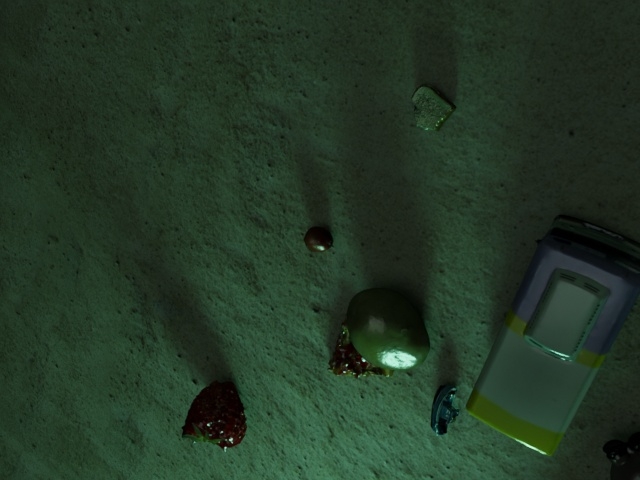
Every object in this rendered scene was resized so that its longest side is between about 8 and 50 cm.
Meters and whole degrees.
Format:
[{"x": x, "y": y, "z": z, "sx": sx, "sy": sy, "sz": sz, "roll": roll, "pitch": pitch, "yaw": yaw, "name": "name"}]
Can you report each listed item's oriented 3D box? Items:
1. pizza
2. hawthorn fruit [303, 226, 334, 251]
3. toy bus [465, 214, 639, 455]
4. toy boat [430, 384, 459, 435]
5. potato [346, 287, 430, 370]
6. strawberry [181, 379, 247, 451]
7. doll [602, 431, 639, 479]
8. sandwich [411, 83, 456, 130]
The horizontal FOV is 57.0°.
[{"x": 0.091, "y": 0.316, "z": 1.572, "sx": 0.201, "sy": 0.053, "sz": 0.193, "roll": 45, "pitch": 118, "yaw": 14, "name": "pizza"}, {"x": -0.005, "y": -0.003, "z": 1.554, "sx": 0.077, "sy": 0.077, "sz": 0.077, "roll": 6, "pitch": 103, "yaw": 28, "name": "hawthorn fruit"}, {"x": 0.482, "y": 0.188, "z": 1.214, "sx": 0.209, "sy": 0.249, "sz": 0.439, "roll": 27, "pitch": 112, "yaw": 22, "name": "toy bus"}, {"x": 0.313, "y": 0.422, "z": 1.466, "sx": 0.061, "sy": 0.060, "sz": 0.137, "roll": 19, "pitch": 104, "yaw": 45, "name": "toy boat"}, {"x": 0.167, "y": 0.222, "z": 1.453, "sx": 0.235, "sy": 0.160, "sz": 0.178, "roll": 38, "pitch": 142, "yaw": 1, "name": "potato"}, {"x": -0.311, "y": 0.526, "z": 1.784, "sx": 0.187, "sy": 0.184, "sz": 0.201, "roll": -16, "pitch": 54, "yaw": 49, "name": "strawberry"}, {"x": 0.707, "y": 0.534, "z": 1.237, "sx": 0.182, "sy": 0.117, "sz": 0.257, "roll": -28, "pitch": 83, "yaw": 25, "name": "doll"}, {"x": 0.250, "y": -0.307, "z": 1.366, "sx": 0.105, "sy": 0.036, "sz": 0.093, "roll": 49, "pitch": 119, "yaw": 13, "name": "sandwich"}]
